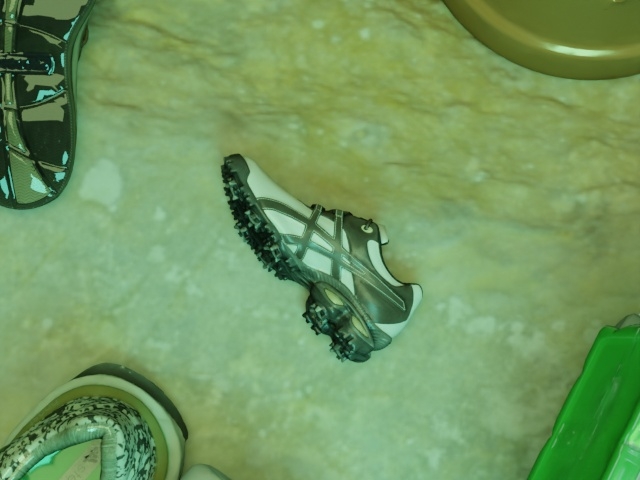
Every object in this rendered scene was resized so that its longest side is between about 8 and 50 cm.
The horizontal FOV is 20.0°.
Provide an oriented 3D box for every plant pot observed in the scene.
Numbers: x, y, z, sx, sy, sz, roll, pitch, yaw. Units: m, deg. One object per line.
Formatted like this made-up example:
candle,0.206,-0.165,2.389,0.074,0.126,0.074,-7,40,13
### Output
plant pot,0.220,-0.286,1.415,0.291,0.203,0.291,0,83,2

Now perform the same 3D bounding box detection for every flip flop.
flip flop,-0.232,-0.164,1.480,0.112,0.080,0.277,5,98,-3

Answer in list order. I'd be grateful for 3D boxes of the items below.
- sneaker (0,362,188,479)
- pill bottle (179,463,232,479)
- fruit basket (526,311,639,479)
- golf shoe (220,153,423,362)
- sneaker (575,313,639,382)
sneaker,-0.267,0.263,1.366,0.158,0.182,0.410,36,86,6
pill bottle,-0.127,0.338,1.356,0.176,0.176,0.318,40,85,6
fruit basket,0.322,0.221,1.295,0.353,0.165,0.327,33,75,-12
golf shoe,0.000,0.000,1.456,0.094,0.077,0.198,-38,90,-14
sneaker,0.248,0.194,1.407,0.151,0.094,0.256,19,88,5
